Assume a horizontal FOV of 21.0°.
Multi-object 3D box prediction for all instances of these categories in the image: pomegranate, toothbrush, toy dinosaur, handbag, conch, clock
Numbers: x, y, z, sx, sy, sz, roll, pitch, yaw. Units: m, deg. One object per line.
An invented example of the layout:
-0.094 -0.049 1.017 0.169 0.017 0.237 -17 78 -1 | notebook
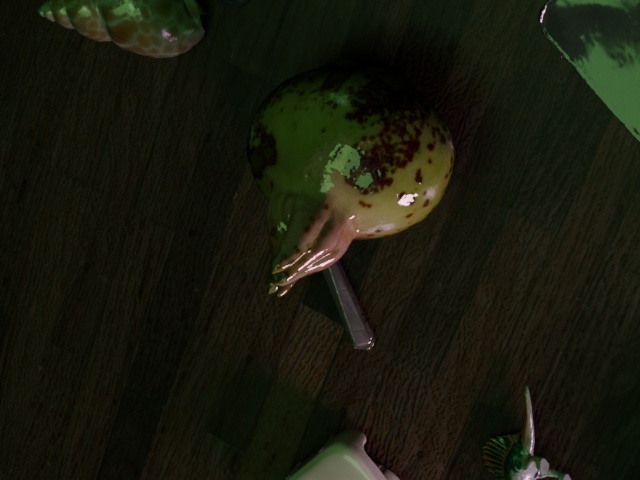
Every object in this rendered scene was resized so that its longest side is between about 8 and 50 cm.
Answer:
0.010 -0.079 1.878 0.222 0.276 0.204 -1 115 46 | pomegranate
0.000 0.000 2.064 0.030 0.030 0.297 -18 105 22 | toothbrush
0.234 0.263 2.060 0.106 0.044 0.187 -10 109 46 | toy dinosaur
0.383 -0.221 1.744 0.247 0.079 0.260 49 123 -1 | handbag
-0.220 -0.271 2.011 0.173 0.106 0.116 37 143 -9 | conch
0.049 0.343 2.172 0.191 0.062 0.151 48 123 0 | clock

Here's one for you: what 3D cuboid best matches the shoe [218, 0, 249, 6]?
-0.162 -0.364 1.929 0.245 0.095 0.138 23 76 15 | shoe
